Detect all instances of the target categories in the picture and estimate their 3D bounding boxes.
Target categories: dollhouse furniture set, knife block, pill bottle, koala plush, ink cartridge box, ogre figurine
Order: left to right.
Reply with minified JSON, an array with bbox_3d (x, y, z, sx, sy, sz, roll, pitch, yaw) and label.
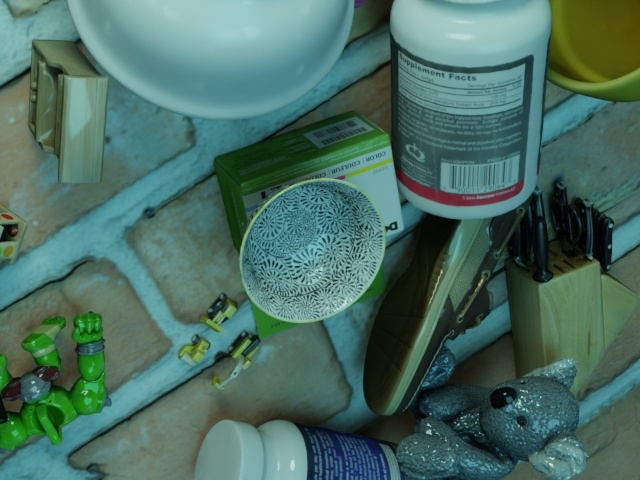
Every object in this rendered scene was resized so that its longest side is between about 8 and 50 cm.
[{"bbox_3d":[-0.347,-0.132,1.214,0.242,0.161,0.212,-3,114,-24],"label":"dollhouse furniture set"},{"bbox_3d":[-0.325,0.167,1.405,0.197,0.097,0.118,-30,111,-23],"label":"ogre figurine"},{"bbox_3d":[-0.018,0.311,1.578,0.265,0.153,0.153,17,105,-31],"label":"pill bottle"},{"bbox_3d":[0.000,0.000,1.476,0.189,0.097,0.255,-20,119,-15],"label":"ink cartridge box"},{"bbox_3d":[0.164,-0.194,1.377,0.176,0.176,0.318,-18,133,-17],"label":"pill bottle"},{"bbox_3d":[0.236,0.237,1.603,0.221,0.196,0.203,-20,134,23],"label":"koala plush"},{"bbox_3d":[0.295,0.068,1.651,0.242,0.088,0.275,27,100,-31],"label":"knife block"}]

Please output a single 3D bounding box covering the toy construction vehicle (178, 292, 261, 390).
[{"bbox_3d":[-0.118,0.127,1.515,0.098,0.035,0.086,-48,123,2],"label":"toy construction vehicle"}]

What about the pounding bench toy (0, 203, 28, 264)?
[{"bbox_3d":[-0.365,-0.014,1.329,0.065,0.083,0.052,-6,123,-58],"label":"pounding bench toy"}]

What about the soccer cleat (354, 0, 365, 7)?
[{"bbox_3d":[0.003,-0.291,1.355,0.248,0.083,0.095,-14,123,-22],"label":"soccer cleat"}]

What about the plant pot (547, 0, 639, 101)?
[{"bbox_3d":[0.393,-0.279,1.456,0.239,0.254,0.254,5,111,-43],"label":"plant pot"}]

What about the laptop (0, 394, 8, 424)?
[{"bbox_3d":[-0.463,0.093,1.221,0.264,0.234,0.136,-9,117,-21],"label":"laptop"}]

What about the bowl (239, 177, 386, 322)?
[{"bbox_3d":[-0.021,-0.002,1.360,0.170,0.080,0.170,-10,118,-21],"label":"bowl"}]

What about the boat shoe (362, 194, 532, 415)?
[{"bbox_3d":[0.165,0.071,1.555,0.123,0.123,0.342,22,91,-23],"label":"boat shoe"}]

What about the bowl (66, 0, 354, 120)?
[{"bbox_3d":[-0.093,-0.276,1.188,0.298,0.134,0.298,5,72,-14],"label":"bowl"}]
